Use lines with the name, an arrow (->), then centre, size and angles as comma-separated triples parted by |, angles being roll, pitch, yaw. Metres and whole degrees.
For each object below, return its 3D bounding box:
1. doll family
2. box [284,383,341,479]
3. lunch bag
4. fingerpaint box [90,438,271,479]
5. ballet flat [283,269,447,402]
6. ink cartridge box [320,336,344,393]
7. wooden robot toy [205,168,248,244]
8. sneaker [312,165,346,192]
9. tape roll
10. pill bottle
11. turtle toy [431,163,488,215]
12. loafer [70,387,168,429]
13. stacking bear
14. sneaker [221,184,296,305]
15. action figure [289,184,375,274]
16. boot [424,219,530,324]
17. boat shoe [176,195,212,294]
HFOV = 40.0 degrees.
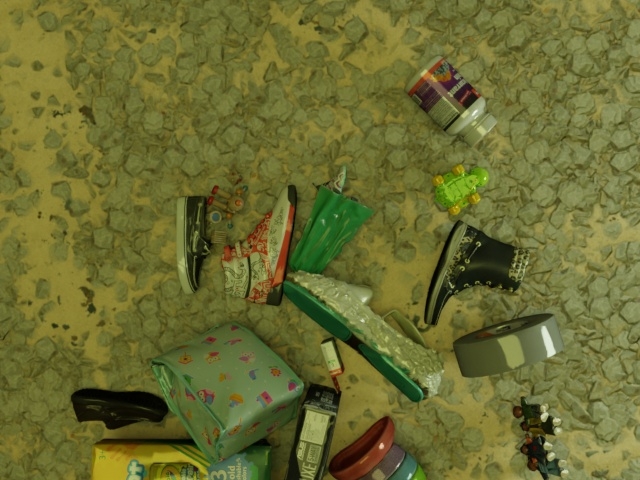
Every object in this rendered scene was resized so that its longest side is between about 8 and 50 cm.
doll family -> 0.465, 0.430, 1.883 | 0.076, 0.111, 0.192 | 3, 78, -29
box -> -0.028, 0.474, 1.847 | 0.077, 0.242, 0.307 | 13, 93, 3
lunch bag -> -0.202, 0.299, 1.846 | 0.223, 0.160, 0.262 | -25, 54, -33
fingerpaint box -> -0.294, 0.645, 1.843 | 0.371, 0.163, 0.444 | 2, 81, -6
ballet flat -> 0.102, 0.182, 1.904 | 0.409, 0.147, 0.147 | 41, 94, -1
ink cartridge box -> 0.033, 0.272, 1.926 | 0.029, 0.063, 0.115 | -19, 90, 6
wooden robot toy -> -0.200, -0.076, 1.906 | 0.076, 0.079, 0.173 | 24, 81, -23
sneaker -> 0.017, -0.123, 1.930 | 0.069, 0.038, 0.098 | 15, 92, 3
tape roll -> 0.387, 0.216, 1.824 | 0.219, 0.219, 0.072 | -17, 89, 4
pill bottle -> 0.281, -0.292, 1.874 | 0.193, 0.108, 0.108 | 45, 94, 1
turtle toy -> 0.303, -0.116, 1.897 | 0.130, 0.066, 0.095 | -28, 89, 4
loafer -> -0.446, 0.381, 1.961 | 0.220, 0.080, 0.078 | 6, 102, 9
stacking bear -> 0.174, 0.552, 1.884 | 0.175, 0.164, 0.289 | -40, 93, 4
sneaker -> -0.137, 0.002, 1.918 | 0.145, 0.090, 0.270 | 10, 95, 1
action figure -> 0.000, 0.000, 1.915 | 0.137, 0.063, 0.232 | 27, 104, -17
boot -> 0.333, 0.093, 1.892 | 0.179, 0.085, 0.236 | 20, 92, 1
boat shoe -> -0.275, 0.010, 1.934 | 0.070, 0.078, 0.219 | -2, 90, 5
